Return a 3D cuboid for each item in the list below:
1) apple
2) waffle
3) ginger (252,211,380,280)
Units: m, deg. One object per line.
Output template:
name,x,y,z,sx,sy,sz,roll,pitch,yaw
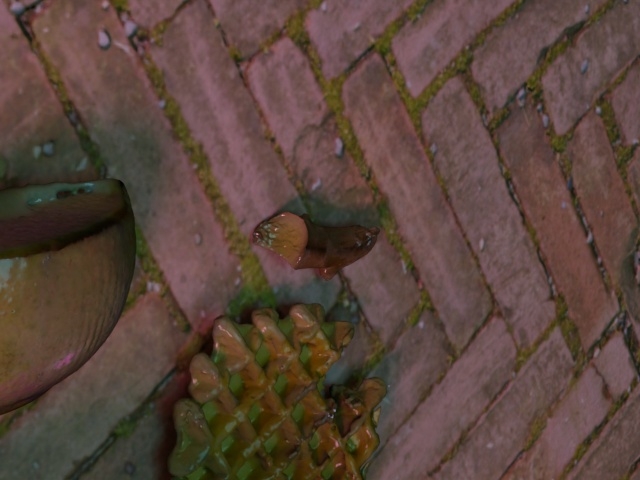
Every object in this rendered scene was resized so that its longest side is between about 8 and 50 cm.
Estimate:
apple,-0.252,0.063,1.160,0.265,0.120,0.193,-9,114,-37
waffle,-0.043,0.186,1.395,0.250,0.056,0.261,9,93,-40
ginger,-0.002,0.005,1.410,0.137,0.044,0.058,7,75,-43
